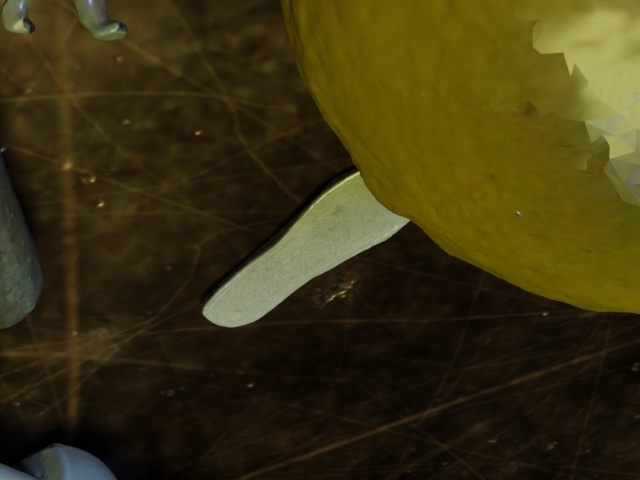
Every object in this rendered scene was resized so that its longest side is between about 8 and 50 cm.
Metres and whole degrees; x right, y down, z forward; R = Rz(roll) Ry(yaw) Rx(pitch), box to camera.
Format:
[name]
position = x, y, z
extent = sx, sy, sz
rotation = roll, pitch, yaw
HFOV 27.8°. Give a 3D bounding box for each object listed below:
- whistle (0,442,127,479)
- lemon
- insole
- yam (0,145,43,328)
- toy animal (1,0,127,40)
[whistle]
position = -0.182, 0.202, 0.922
extent = 0.110, 0.092, 0.244
rotation = -27, 139, 29
[lemon]
position = 0.118, -0.105, 0.560
extent = 0.284, 0.260, 0.260
rotation = 32, 126, -4
[insole]
position = 0.000, 0.000, 0.817
extent = 0.192, 0.010, 0.063
rotation = -38, 133, 23
[yam]
position = -0.196, -0.024, 0.697
extent = 0.068, 0.068, 0.169
rotation = -11, 142, -4
[toy animal]
position = -0.140, -0.120, 0.574
extent = 0.220, 0.069, 0.086
rotation = -24, 109, -24
